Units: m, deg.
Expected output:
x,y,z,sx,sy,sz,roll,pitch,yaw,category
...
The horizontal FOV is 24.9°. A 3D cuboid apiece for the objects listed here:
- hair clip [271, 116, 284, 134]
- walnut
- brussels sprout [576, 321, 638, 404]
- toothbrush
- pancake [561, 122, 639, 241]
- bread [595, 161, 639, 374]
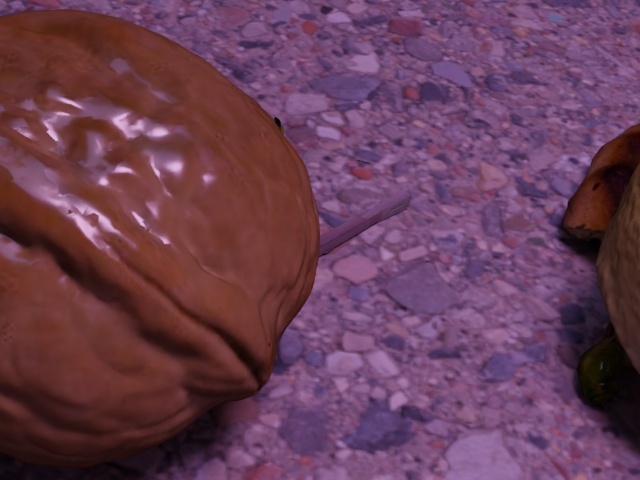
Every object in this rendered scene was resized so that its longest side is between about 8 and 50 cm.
x,y,z,sx,sy,sz,roll,pitch,yaw,category
-0.097,-0.050,1.164,0.060,0.033,0.188,30,47,24,hair clip
-0.159,-0.002,0.929,0.313,0.252,0.277,34,45,11,walnut
0.221,0.085,1.068,0.083,0.046,0.051,-21,50,-31,brussels sprout
0.002,0.001,1.141,0.194,0.014,0.017,-26,52,-35,toothbrush
0.299,-0.041,1.222,0.212,0.056,0.257,2,41,-10,pancake
0.363,0.027,0.994,0.320,0.237,0.321,23,38,-19,bread
